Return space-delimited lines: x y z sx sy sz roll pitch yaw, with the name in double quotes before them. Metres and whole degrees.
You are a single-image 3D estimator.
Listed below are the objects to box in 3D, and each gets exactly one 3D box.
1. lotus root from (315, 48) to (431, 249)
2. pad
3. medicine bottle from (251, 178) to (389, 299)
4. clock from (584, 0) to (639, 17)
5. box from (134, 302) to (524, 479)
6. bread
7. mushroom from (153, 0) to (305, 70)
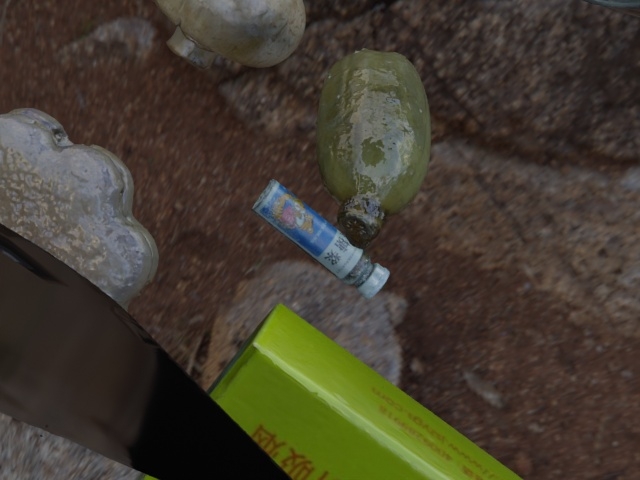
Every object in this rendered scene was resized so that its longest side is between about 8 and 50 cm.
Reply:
"lotus root" 0.041 -0.078 1.094 0.090 0.077 0.183 -3 50 12
"pad" -0.151 0.003 0.509 0.375 0.315 0.063 17 67 28
"medicine bottle" 0.000 0.000 1.759 0.191 0.051 0.051 38 70 -12
"clock" 0.313 -0.342 1.209 0.061 0.312 0.313 15 70 -40
"box" -0.039 0.201 0.662 0.187 0.335 0.047 36 29 -4
"bread" -0.307 -0.012 1.757 0.183 0.102 0.337 -18 97 15
"mushroom" -0.136 -0.329 2.022 0.253 0.189 0.195 28 104 -31
